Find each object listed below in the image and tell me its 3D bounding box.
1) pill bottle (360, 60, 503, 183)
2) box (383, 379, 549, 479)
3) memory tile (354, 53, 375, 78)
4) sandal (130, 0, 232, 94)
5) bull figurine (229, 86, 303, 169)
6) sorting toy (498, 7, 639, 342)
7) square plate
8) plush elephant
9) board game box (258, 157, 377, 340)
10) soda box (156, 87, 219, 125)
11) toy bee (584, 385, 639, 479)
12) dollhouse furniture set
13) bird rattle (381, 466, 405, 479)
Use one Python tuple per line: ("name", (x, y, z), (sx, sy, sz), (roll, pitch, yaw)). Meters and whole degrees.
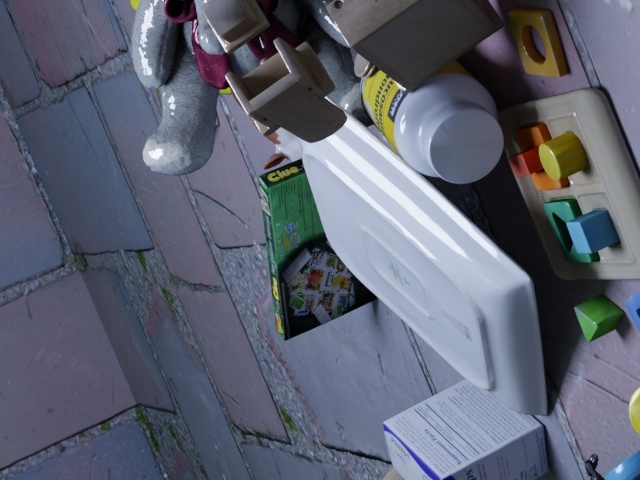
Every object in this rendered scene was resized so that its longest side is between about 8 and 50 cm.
("pill bottle", (0.110, -0.122, 1.795), (0.184, 0.103, 0.103), (-124, 18, -62))
("box", (0.162, 0.230, 2.077), (0.126, 0.137, 0.072), (41, 150, 50))
("memory tile", (0.064, -0.238, 1.824), (0.113, 0.012, 0.148), (-40, 41, 53))
("sandal", (-0.165, -0.306, 2.353), (0.126, 0.138, 0.317), (10, 149, 24))
("bull figurine", (-0.069, -0.229, 2.197), (0.310, 0.101, 0.188), (62, 159, 9))
("sorting toy", (0.226, -0.044, 1.713), (0.347, 0.047, 0.196), (67, 161, -5))
("square plate", (0.096, 0.019, 1.943), (0.344, 0.049, 0.347), (43, 167, 26))
("plush elephant", (-0.092, -0.263, 1.960), (0.255, 0.272, 0.330), (43, -139, -73))
("board game box", (0.000, 0.000, 2.237), (0.030, 0.136, 0.259), (53, 157, 41))
("soda box", (-0.197, -0.236, 2.589), (0.058, 0.061, 0.181), (41, 149, 52))
("toy bee", (0.341, 0.213, 1.615), (0.195, 0.162, 0.298), (57, -174, 1))
("dollhouse furniture set", (-0.002, -0.313, 1.712), (0.355, 0.303, 0.174), (60, -168, 19))
("bird rattle", (0.117, 0.316, 2.176), (0.207, 0.253, 0.143), (32, 150, 17))
